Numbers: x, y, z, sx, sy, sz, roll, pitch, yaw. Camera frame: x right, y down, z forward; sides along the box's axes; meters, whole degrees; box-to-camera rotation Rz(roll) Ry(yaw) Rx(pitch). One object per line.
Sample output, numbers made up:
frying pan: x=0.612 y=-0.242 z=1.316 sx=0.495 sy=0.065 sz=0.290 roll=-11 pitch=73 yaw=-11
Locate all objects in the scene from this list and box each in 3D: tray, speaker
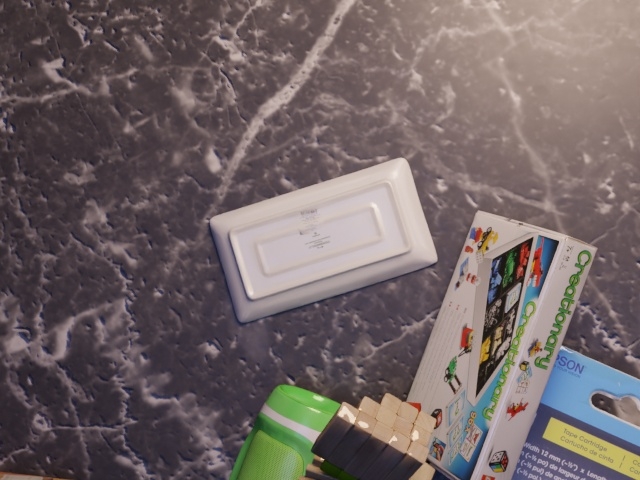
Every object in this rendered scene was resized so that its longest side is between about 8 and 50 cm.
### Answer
tray: x=0.000 y=0.000 z=1.471 sx=0.270 sy=0.030 sz=0.145 roll=-17 pitch=85 yaw=7
speaker: x=-0.057 y=0.334 z=1.424 sx=0.131 sy=0.131 sz=0.296 roll=21 pitch=92 yaw=8

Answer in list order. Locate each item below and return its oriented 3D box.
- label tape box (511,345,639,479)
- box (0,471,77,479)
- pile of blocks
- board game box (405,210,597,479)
label tape box: x=0.304 y=0.320 z=1.380 sx=0.249 sy=0.115 sz=0.347 roll=23 pitch=90 yaw=7
box: x=-0.410 y=0.352 z=1.471 sx=0.171 sy=0.130 sz=0.091 roll=5 pitch=90 yaw=8
pile of blocks: x=0.065 y=0.291 z=1.359 sx=0.149 sy=0.112 sz=0.362 roll=12 pitch=132 yaw=18
board game box: x=0.198 y=0.127 z=1.361 sx=0.053 sy=0.193 sz=0.305 roll=20 pitch=92 yaw=-26
